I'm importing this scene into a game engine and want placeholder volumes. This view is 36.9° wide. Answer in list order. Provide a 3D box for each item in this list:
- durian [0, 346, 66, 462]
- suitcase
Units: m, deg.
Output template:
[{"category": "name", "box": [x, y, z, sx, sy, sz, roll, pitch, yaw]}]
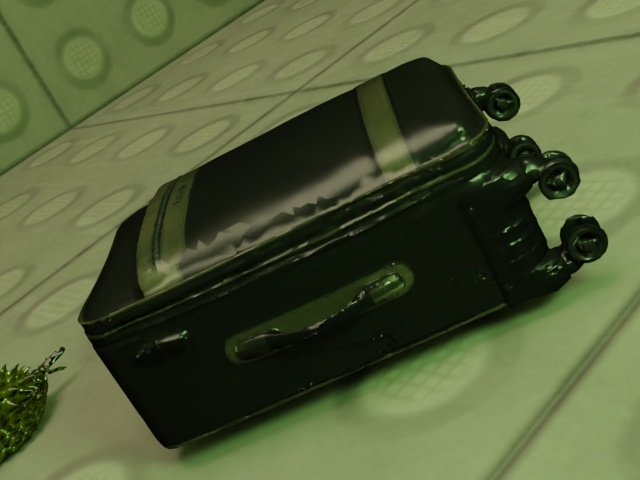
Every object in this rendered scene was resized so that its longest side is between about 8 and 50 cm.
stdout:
[{"category": "durian", "box": [-0.356, 0.188, 1.022, 0.215, 0.086, 0.100, -38, 10, -17]}, {"category": "suitcase", "box": [0.000, 0.000, 0.853, 0.434, 0.194, 0.283, -26, 22, 10]}]
